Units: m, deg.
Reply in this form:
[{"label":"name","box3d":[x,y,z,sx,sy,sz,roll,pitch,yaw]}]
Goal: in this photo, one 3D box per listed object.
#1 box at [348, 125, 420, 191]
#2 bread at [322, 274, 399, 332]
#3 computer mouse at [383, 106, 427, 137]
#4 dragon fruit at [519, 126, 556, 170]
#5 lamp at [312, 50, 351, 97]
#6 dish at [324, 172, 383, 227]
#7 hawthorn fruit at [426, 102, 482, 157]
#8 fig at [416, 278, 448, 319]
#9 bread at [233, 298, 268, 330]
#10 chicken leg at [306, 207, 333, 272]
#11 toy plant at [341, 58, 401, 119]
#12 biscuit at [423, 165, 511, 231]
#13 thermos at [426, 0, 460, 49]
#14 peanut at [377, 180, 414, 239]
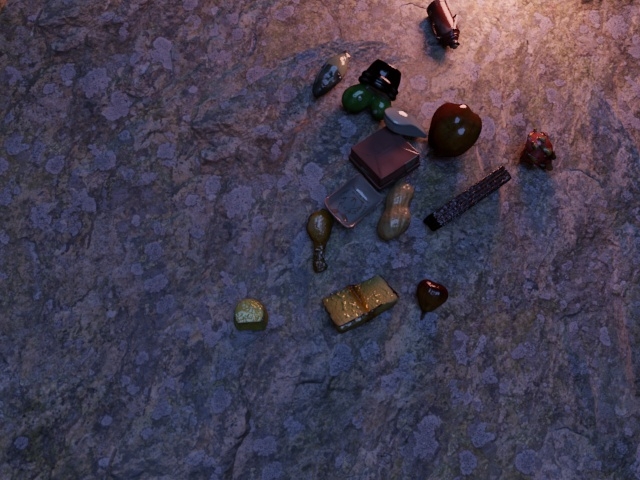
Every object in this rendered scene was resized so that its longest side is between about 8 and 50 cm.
[{"label":"box","box3d":[0.257,-0.338,1.727,0.215,0.086,0.215,-32,66,-12]},{"label":"bread","box3d":[0.160,0.248,1.598,0.265,0.178,0.142,-26,111,-7]},{"label":"computer mouse","box3d":[0.354,-0.486,1.748,0.230,0.079,0.128,-2,52,-39]},{"label":"dragon fruit","box3d":[0.912,-0.369,1.791,0.207,0.150,0.133,43,75,-20]},{"label":"lamp","box3d":[0.045,-0.708,1.818,0.101,0.101,0.250,38,80,5]},{"label":"dish","box3d":[0.124,-0.147,1.689,0.212,0.077,0.151,-40,83,-23]},{"label":"hawthorn fruit","box3d":[0.528,-0.434,1.754,0.208,0.208,0.248,37,93,5]},{"label":"fig","box3d":[0.425,0.221,1.639,0.118,0.153,0.119,1,35,-1]},{"label":"bread","box3d":[-0.255,0.269,1.553,0.129,0.114,0.111,-7,70,-9]},{"label":"chicken leg","box3d":[-0.001,0.000,1.654,0.107,0.087,0.252,-1,83,6]},{"label":"toy plant","box3d":[0.221,-0.621,1.785,0.217,0.175,0.235,28,101,-4]},{"label":"biscuit","box3d":[0.591,-0.166,1.726,0.388,0.107,0.073,-32,84,-11]},{"label":"thermos","box3d":[0.557,-0.959,1.918,0.124,0.099,0.232,-15,77,-12]},{"label":"peanut","box3d":[0.305,-0.117,1.688,0.123,0.123,0.257,21,75,1]}]
